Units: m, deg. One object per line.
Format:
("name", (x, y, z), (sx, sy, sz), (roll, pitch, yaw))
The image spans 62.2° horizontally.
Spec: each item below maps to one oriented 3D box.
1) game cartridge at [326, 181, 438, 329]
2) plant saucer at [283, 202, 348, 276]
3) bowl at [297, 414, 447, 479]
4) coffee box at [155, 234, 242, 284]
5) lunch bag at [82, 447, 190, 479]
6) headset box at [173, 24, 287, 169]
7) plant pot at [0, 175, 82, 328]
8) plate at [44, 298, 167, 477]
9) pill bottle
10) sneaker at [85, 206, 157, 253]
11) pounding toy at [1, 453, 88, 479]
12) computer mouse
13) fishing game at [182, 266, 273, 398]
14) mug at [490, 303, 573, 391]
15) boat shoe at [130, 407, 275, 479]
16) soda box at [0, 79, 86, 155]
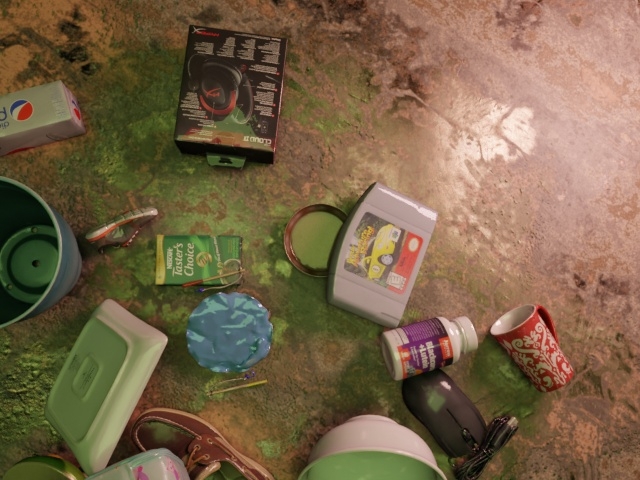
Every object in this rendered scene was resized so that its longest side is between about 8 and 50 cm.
("game cartridge", (0.130, 0.028, 1.187), (0.196, 0.060, 0.294), (23, 81, -11))
("plant saucer", (0.000, 0.000, 1.206), (0.169, 0.029, 0.168), (1, 82, -6))
("bowl", (0.104, 0.453, 1.079), (0.298, 0.134, 0.297), (3, 126, 3))
("coffee box", (-0.266, 0.044, 1.165), (0.184, 0.040, 0.113), (2, 83, -6))
("lunch bag", (-0.365, 0.468, 0.909), (0.279, 0.224, 0.108), (-24, 65, -13))
("headset box", (-0.196, -0.304, 1.180), (0.218, 0.110, 0.293), (6, 82, -5))
("plant pot", (-0.593, 0.033, 1.023), (0.272, 0.255, 0.271), (1, 84, -6))
("plate", (-0.435, 0.266, 1.024), (0.045, 0.278, 0.277), (32, 78, -43))
("pill bottle", (0.237, 0.229, 1.162), (0.194, 0.108, 0.108), (-15, 85, -8))
("sneaker", (-0.424, -0.022, 1.159), (0.158, 0.061, 0.064), (-25, 113, -8))
("pounding toy", (-0.536, 0.497, 1.064), (0.237, 0.110, 0.183), (-39, 97, 18))
("computer mouse", (0.298, 0.389, 1.168), (0.188, 0.072, 0.272), (-44, 89, -8))
("fishing game", (-0.195, 0.197, 1.152), (0.189, 0.041, 0.264), (-15, 97, -8))
("mug", (0.492, 0.233, 1.190), (0.150, 0.113, 0.169), (-35, 91, -7))
("boat shoe", (-0.236, 0.458, 1.075), (0.342, 0.123, 0.123), (35, 81, -1))
("soda box", (-0.665, -0.245, 1.129), (0.286, 0.098, 0.091), (-18, 84, -8))
